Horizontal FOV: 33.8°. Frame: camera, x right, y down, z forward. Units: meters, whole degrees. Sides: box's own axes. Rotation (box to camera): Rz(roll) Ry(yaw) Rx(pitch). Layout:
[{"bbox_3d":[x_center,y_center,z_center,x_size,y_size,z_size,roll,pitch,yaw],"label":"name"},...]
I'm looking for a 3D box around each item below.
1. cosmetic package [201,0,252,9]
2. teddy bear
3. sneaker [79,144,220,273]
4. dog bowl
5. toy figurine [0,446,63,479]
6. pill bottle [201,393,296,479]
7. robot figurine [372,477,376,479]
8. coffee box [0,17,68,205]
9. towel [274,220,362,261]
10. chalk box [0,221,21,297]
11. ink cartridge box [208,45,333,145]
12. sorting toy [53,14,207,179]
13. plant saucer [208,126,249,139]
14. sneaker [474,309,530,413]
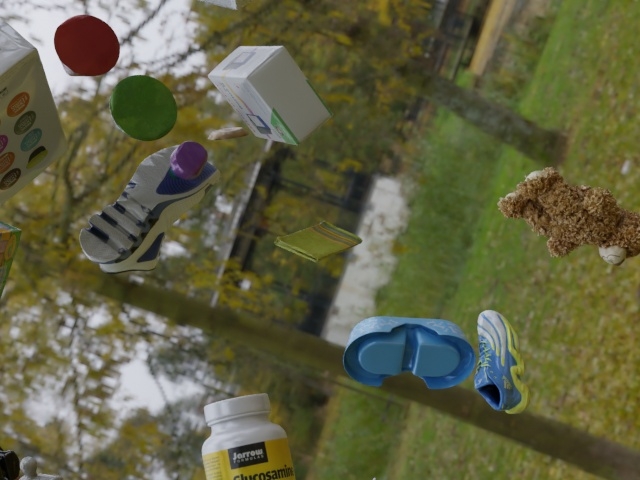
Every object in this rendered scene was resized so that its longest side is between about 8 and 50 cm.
[{"bbox_3d":[-0.209,-0.534,1.809,0.217,0.385,0.156,-38,-46,-32],"label":"cosmetic package"},{"bbox_3d":[0.540,-0.039,2.216,0.245,0.338,0.113,-32,34,42],"label":"teddy bear"},{"bbox_3d":[-0.350,-0.044,2.133,0.315,0.127,0.182,-44,-14,-21],"label":"sneaker"},{"bbox_3d":[0.198,0.248,2.375,0.074,0.297,0.166,-93,7,-53],"label":"dog bowl"},{"bbox_3d":[-0.407,0.348,1.245,0.213,0.148,0.209,44,-128,-53],"label":"toy figurine"},{"bbox_3d":[-0.149,0.504,2.240,0.188,0.188,0.334,102,156,-77],"label":"pill bottle"},{"bbox_3d":[0.107,0.630,2.004,0.353,0.300,0.200,68,150,30],"label":"robot figurine"},{"bbox_3d":[-0.699,-0.237,1.843,0.337,0.338,0.334,-44,-16,-21],"label":"coffee box"},{"bbox_3d":[0.000,0.000,2.155,0.237,0.102,0.021,-21,-50,-65],"label":"towel"},{"bbox_3d":[-0.532,0.023,1.529,0.213,0.132,0.132,-29,-41,-80],"label":"chalk box"},{"bbox_3d":[-0.092,-0.259,1.861,0.093,0.154,0.212,-43,24,-10],"label":"ink cartridge box"},{"bbox_3d":[-0.363,-0.246,1.958,0.127,0.365,0.126,-47,10,-30],"label":"sorting toy"},{"bbox_3d":[-0.184,-0.214,2.102,0.083,0.083,0.015,-64,-31,-75],"label":"plant saucer"},{"bbox_3d":[0.388,0.269,2.331,0.091,0.240,0.126,-32,-19,37],"label":"sneaker"}]
